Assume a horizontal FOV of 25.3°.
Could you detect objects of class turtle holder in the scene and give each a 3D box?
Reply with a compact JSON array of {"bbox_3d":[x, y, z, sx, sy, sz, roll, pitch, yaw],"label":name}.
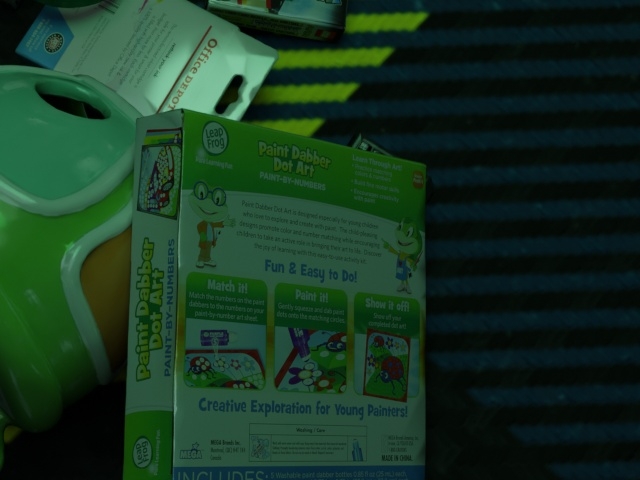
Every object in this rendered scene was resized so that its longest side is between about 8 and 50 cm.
[{"bbox_3d":[-0.239,-0.012,1.032,0.227,0.320,0.243,-39,123,-22],"label":"turtle holder"}]

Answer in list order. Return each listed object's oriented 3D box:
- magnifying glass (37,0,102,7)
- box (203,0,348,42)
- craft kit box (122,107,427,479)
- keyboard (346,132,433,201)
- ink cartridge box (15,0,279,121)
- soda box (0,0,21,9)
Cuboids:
[{"bbox_3d":[-0.153,-0.260,1.130,0.092,0.026,0.231,36,55,12],"label":"magnifying glass"},{"bbox_3d":[-0.026,-0.271,1.159,0.114,0.036,0.207,8,77,-10],"label":"box"},{"bbox_3d":[-0.023,0.050,0.993,0.061,0.249,0.247,-3,81,44],"label":"craft kit box"},{"bbox_3d":[0.000,0.000,1.113,0.108,0.023,0.180,31,78,7],"label":"keyboard"},{"bbox_3d":[-0.132,-0.139,1.125,0.181,0.061,0.104,29,78,7],"label":"ink cartridge box"},{"bbox_3d":[-0.229,-0.284,1.159,0.058,0.063,0.183,29,78,7],"label":"soda box"}]
